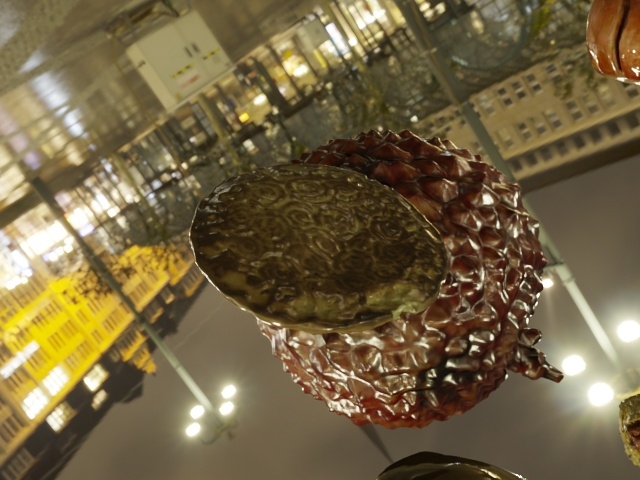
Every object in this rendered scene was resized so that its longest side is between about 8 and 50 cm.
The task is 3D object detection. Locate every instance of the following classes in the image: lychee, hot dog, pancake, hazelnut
[{"bbox_3d":[0.127,0.067,1.062,0.424,0.500,0.424,-52,180,0],"label":"lychee"},{"bbox_3d":[0.627,0.328,1.339,0.213,0.146,0.103,-18,-176,-34],"label":"hot dog"},{"bbox_3d":[0.000,-0.001,0.537,0.199,0.199,0.021,-49,157,-50],"label":"pancake"},{"bbox_3d":[0.373,-0.234,0.809,0.154,0.143,0.143,17,-144,20],"label":"hazelnut"}]

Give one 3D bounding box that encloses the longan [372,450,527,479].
[{"bbox_3d":[0.096,0.221,0.458,0.167,0.187,0.167,-40,-170,8],"label":"longan"}]
